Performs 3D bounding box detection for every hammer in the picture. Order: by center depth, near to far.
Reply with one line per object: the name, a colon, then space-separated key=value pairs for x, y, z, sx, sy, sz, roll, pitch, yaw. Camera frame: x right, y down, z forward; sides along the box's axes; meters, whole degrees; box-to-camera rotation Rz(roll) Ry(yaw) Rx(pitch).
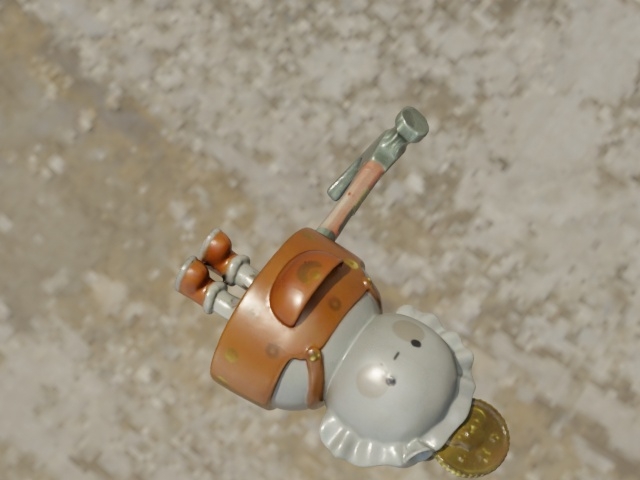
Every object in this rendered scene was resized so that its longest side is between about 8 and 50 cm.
hammer: x=0.000 y=0.000 z=1.530 sx=0.033 sy=0.287 sz=0.111 roll=40 pitch=137 yaw=-5

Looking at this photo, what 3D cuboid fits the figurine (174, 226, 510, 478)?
figurine: x=0.016 y=0.088 z=1.356 sx=0.271 sy=0.143 sz=0.143 roll=39 pitch=139 yaw=-3
